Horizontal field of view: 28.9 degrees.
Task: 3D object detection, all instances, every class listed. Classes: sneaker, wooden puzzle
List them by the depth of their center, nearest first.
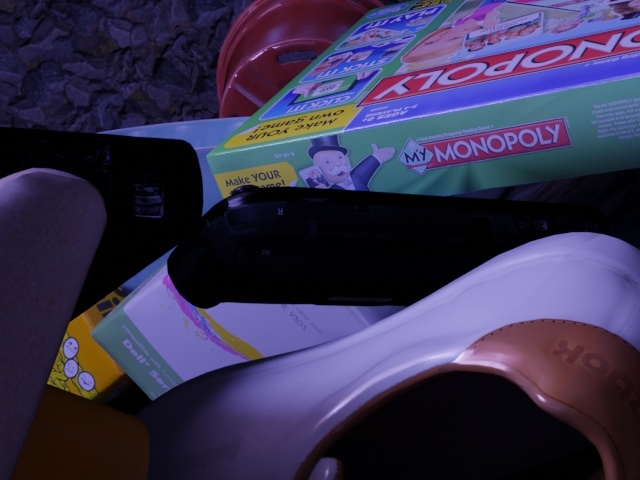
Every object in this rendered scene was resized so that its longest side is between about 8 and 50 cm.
[{"bbox_3d":[-0.016,0.097,0.418,0.290,0.106,0.123,-36,6,27],"label":"sneaker"},{"bbox_3d":[-0.150,0.171,0.421,0.348,0.080,0.322,-36,34,64],"label":"wooden puzzle"}]

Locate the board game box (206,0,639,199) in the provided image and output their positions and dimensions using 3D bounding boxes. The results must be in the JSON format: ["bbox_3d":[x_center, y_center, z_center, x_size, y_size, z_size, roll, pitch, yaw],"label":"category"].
[{"bbox_3d":[0.125,-0.093,0.625,0.317,0.046,0.213,-8,24,32],"label":"board game box"}]

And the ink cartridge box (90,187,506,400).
[{"bbox_3d":[0.000,0.000,0.914,0.207,0.119,0.353,-46,8,-38],"label":"ink cartridge box"}]

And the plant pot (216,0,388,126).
[{"bbox_3d":[-0.010,-0.167,1.507,0.272,0.272,0.265,-39,11,14],"label":"plant pot"}]

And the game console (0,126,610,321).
[{"bbox_3d":[-0.046,0.007,0.552,0.361,0.044,0.213,3,-15,-26],"label":"game console"}]

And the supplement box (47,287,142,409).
[{"bbox_3d":[-0.320,0.127,1.394,0.356,0.194,0.195,-37,-7,30],"label":"supplement box"}]

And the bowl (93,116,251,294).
[{"bbox_3d":[-0.109,-0.030,1.245,0.311,0.163,0.311,-3,11,1],"label":"bowl"}]
